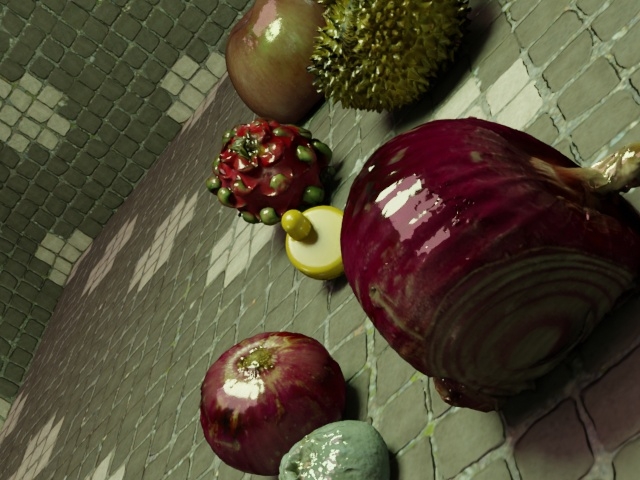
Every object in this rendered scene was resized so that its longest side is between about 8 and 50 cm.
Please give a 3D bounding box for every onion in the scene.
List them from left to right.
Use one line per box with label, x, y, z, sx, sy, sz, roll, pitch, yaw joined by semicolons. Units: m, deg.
onion;-0.054;0.189;1.013;0.177;0.153;0.177;-30;10;6
onion;0.133;-0.003;0.764;0.272;0.231;0.256;-63;19;2

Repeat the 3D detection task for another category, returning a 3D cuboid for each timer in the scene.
timer;0.000;0.000;1.230;0.107;0.107;0.109;-59;-24;-8

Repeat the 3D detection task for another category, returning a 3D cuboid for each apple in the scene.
apple;-0.076;-0.406;1.878;0.305;0.235;0.305;-49;19;23

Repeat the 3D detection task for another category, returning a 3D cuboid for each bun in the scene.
bun;0.006;0.242;0.879;0.141;0.083;0.140;-43;25;26

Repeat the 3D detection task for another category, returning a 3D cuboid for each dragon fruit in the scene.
dragon fruit;-0.091;-0.126;1.516;0.218;0.198;0.273;-30;21;-3

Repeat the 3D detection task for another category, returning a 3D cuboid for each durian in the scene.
durian;0.098;-0.314;1.351;0.293;0.258;0.258;-43;21;59
